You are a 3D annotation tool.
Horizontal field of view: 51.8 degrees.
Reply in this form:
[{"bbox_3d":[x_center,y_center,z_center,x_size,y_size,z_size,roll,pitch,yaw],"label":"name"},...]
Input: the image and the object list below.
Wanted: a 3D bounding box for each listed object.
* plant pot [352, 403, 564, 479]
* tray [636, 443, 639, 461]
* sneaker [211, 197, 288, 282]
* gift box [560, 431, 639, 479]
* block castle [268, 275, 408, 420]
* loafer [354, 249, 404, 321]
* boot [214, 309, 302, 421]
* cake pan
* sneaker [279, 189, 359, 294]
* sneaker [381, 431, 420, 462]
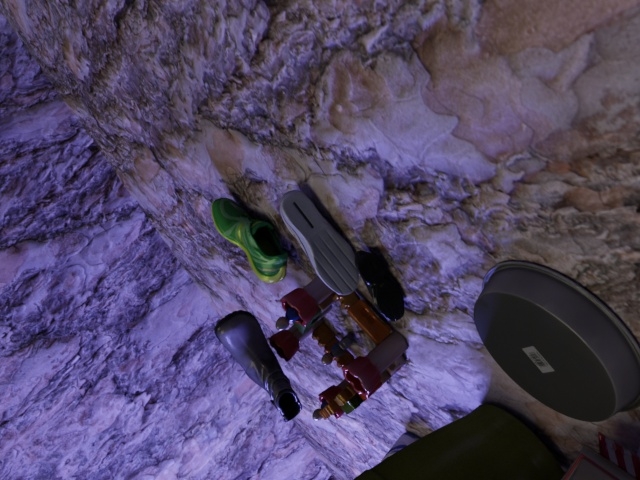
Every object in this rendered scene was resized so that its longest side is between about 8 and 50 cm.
[{"bbox_3d":[0.280,0.521,1.299,0.366,0.353,0.366,46,161,21],"label":"plant pot"},{"bbox_3d":[0.567,0.340,0.885,0.270,0.030,0.145,35,153,37],"label":"tray"},{"bbox_3d":[-0.176,-0.022,1.748,0.295,0.109,0.123,46,133,22],"label":"sneaker"},{"bbox_3d":[0.399,0.456,0.948,0.276,0.258,0.255,39,111,23],"label":"gift box"},{"bbox_3d":[0.015,0.287,1.669,0.303,0.213,0.453,47,158,11],"label":"block castle"},{"bbox_3d":[0.123,0.090,1.361,0.170,0.062,0.061,63,178,-20],"label":"loafer"},{"bbox_3d":[-0.150,0.342,1.785,0.223,0.118,0.338,47,172,40],"label":"boot"},{"bbox_3d":[0.350,0.163,1.006,0.293,0.054,0.293,42,158,22],"label":"cake pan"},{"bbox_3d":[0.000,0.000,1.434,0.258,0.094,0.091,59,176,-8],"label":"sneaker"},{"bbox_3d":[0.280,0.623,1.793,0.112,0.131,0.296,57,157,-9],"label":"sneaker"}]
